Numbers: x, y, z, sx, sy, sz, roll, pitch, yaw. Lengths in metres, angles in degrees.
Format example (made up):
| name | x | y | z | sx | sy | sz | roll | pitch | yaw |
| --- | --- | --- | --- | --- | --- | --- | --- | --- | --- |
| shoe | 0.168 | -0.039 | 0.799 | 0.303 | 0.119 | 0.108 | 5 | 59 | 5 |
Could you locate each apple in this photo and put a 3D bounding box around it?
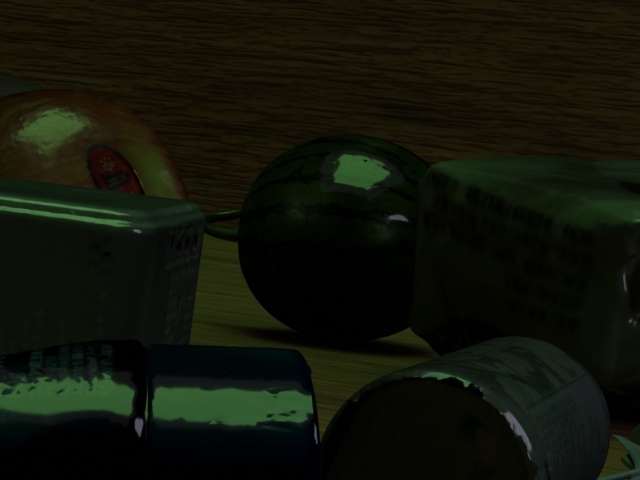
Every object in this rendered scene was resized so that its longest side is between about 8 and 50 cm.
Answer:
| name | x | y | z | sx | sy | sz | roll | pitch | yaw |
| --- | --- | --- | --- | --- | --- | --- | --- | --- | --- |
| apple | -0.148 | -0.007 | 0.995 | 0.146 | 0.146 | 0.131 | 8 | 12 | 37 |

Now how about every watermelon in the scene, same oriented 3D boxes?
| name | x | y | z | sx | sy | sz | roll | pitch | yaw |
| --- | --- | --- | --- | --- | --- | --- | --- | --- | --- |
| watermelon | 0.000 | 0.000 | 1.278 | 0.187 | 0.141 | 0.140 | -1 | -1 | 22 |

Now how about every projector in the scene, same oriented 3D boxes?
| name | x | y | z | sx | sy | sz | roll | pitch | yaw |
| --- | --- | --- | --- | --- | --- | --- | --- | --- | --- |
| projector | -0.184 | 0.018 | 0.748 | 0.256 | 0.099 | 0.192 | 7 | 1 | 2 |

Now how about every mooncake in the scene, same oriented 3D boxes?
| name | x | y | z | sx | sy | sz | roll | pitch | yaw |
| --- | --- | --- | --- | --- | --- | --- | --- | --- | --- |
| mooncake | 0.199 | 0.029 | 1.080 | 0.250 | 0.136 | 0.254 | 3 | 8 | -29 |

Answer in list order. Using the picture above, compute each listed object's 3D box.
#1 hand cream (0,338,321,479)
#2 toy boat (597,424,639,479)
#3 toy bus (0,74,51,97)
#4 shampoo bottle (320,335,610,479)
| name | x | y | z | sx | sy | sz | roll | pitch | yaw |
| --- | --- | --- | --- | --- | --- | --- | --- | --- | --- |
| hand cream | -0.138 | 0.055 | 0.510 | 0.270 | 0.061 | 0.120 | 2 | 5 | -6 |
| toy boat | 0.163 | 0.088 | 0.750 | 0.105 | 0.034 | 0.149 | 5 | 1 | 19 |
| toy bus | -0.310 | -0.057 | 1.464 | 0.171 | 0.162 | 0.386 | 9 | 3 | 20 |
| shampoo bottle | 0.054 | 0.066 | 0.613 | 0.072 | 0.072 | 0.214 | 7 | 2 | 15 |
